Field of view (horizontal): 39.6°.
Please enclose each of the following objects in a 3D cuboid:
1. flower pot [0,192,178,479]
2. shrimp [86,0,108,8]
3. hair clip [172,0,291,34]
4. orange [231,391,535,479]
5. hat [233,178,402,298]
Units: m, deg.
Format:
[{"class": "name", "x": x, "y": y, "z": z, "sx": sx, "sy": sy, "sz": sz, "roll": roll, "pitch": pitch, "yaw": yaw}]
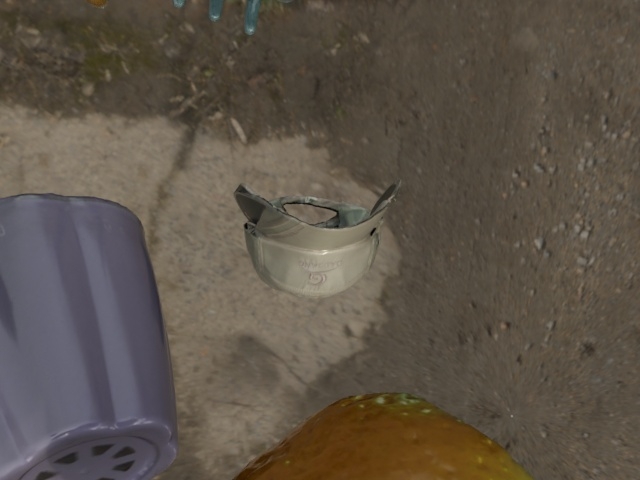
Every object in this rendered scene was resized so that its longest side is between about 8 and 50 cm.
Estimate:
[{"class": "flower pot", "x": -0.253, "y": 0.124, "z": 0.871, "sx": 0.265, "sy": 0.265, "sz": 0.243, "roll": -33, "pitch": 59, "yaw": 4}, {"class": "shrimp", "x": -0.289, "y": -0.328, "z": 0.963, "sx": 0.042, "sy": 0.190, "sz": 0.101, "roll": -38, "pitch": 51, "yaw": -6}, {"class": "hair clip", "x": -0.141, "y": -0.461, "z": 1.267, "sx": 0.318, "sy": 0.238, "sz": 0.392, "roll": 14, "pitch": 63, "yaw": -28}, {"class": "orange", "x": 0.014, "y": 0.260, "z": 0.530, "sx": 0.262, "sy": 0.196, "sz": 0.335, "roll": 31, "pitch": 92, "yaw": 35}, {"class": "hat", "x": 0.001, "y": -0.004, "z": 1.217, "sx": 0.232, "sy": 0.275, "sz": 0.161, "roll": -6, "pitch": 82, "yaw": -13}]
